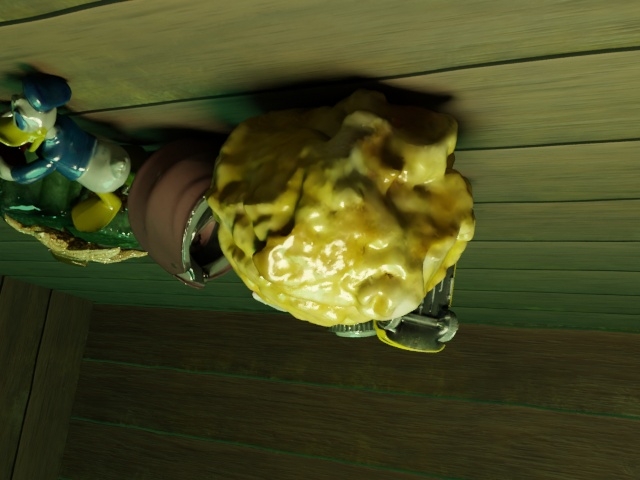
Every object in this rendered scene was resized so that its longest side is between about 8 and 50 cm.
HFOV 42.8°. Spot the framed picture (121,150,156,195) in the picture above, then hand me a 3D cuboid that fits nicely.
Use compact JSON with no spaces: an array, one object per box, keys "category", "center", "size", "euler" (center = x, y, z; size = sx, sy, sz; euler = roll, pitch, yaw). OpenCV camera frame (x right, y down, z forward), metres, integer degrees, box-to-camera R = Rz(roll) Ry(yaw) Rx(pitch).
[{"category":"framed picture","center":[-0.322,-0.115,1.670],"size":[0.011,0.109,0.149],"euler":[50,-168,32]}]

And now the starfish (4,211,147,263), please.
[{"category":"starfish","center":[-0.456,0.000,1.503],"size":[0.277,0.062,0.236],"euler":[19,175,-7]}]

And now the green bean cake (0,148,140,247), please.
[{"category":"green bean cake","center":[-0.495,-0.096,1.691],"size":[0.307,0.169,0.300],"euler":[11,168,-16]}]

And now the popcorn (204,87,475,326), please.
[{"category":"popcorn","center":[0.034,-0.036,1.235],"size":[0.390,0.344,0.354],"euler":[-6,156,28]}]

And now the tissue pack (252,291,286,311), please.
[{"category":"tissue pack","center":[0.000,0.000,1.570],"size":[0.209,0.270,0.137],"euler":[4,162,27]}]

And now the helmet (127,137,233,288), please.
[{"category":"helmet","center":[-0.234,-0.065,1.523],"size":[0.197,0.271,0.338],"euler":[33,-179,11]}]

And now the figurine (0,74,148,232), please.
[{"category":"figurine","center":[-0.462,-0.186,1.405],"size":[0.283,0.205,0.338],"euler":[14,155,5]}]

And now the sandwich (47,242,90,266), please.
[{"category":"sandwich","center":[-0.712,0.005,2.349],"size":[0.128,0.122,0.235],"euler":[15,168,-12]}]

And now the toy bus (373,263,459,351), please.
[{"category":"toy bus","center":[0.164,0.033,1.481],"size":[0.144,0.330,0.152],"euler":[16,168,-28]}]

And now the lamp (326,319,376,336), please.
[{"category":"lamp","center":[0.075,0.085,1.873],"size":[0.205,0.272,0.374],"euler":[-2,163,32]}]
